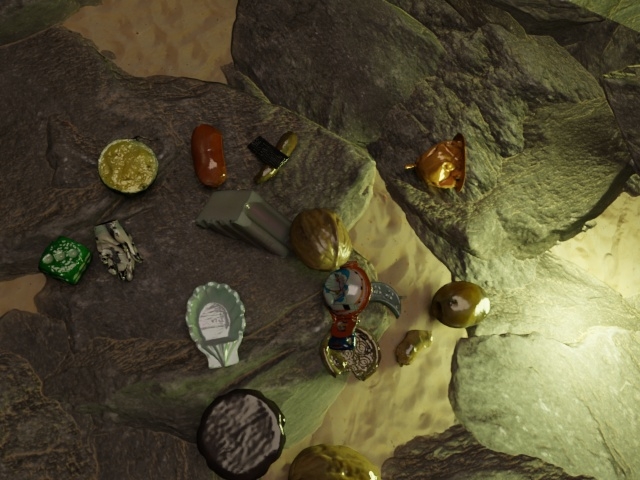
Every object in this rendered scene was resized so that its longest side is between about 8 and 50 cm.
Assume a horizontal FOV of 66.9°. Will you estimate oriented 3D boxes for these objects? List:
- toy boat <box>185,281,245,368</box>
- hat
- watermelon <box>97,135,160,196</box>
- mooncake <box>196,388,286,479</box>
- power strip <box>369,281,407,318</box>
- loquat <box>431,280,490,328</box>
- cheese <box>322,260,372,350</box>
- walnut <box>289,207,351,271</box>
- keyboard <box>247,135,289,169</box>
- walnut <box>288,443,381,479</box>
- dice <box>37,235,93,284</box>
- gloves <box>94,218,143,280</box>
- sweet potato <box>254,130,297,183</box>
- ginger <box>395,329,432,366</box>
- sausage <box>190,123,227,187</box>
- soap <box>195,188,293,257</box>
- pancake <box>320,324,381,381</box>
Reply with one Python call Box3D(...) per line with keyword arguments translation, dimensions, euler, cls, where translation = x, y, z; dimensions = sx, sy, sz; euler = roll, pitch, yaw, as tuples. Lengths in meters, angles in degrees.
Box3D(translation=(-0.358, 0.292, 1.671), dimensions=(0.199, 0.100, 0.291), euler=(-7, 72, -15), cls="toy boat")
Box3D(translation=(0.468, -0.323, 2.035), dimensions=(0.233, 0.244, 0.234), euler=(-4, 64, 0), cls="hat")
Box3D(translation=(-0.693, -0.260, 1.766), dimensions=(0.203, 0.127, 0.232), euler=(2, 73, -12), cls="watermelon")
Box3D(translation=(-0.250, 0.621, 1.562), dimensions=(0.282, 0.141, 0.283), euler=(1, 70, -3), cls="mooncake")
Box3D(translation=(0.232, 0.228, 1.862), dimensions=(0.215, 0.044, 0.137), euler=(6, 69, -11), cls="power strip")
Box3D(translation=(0.541, 0.244, 1.861), dimensions=(0.227, 0.179, 0.179), euler=(-8, 73, -18), cls="loquat")
Box3D(translation=(0.093, 0.233, 1.762), dimensions=(0.129, 0.216, 0.330), euler=(26, 65, -47), cls="cheese")
Box3D(translation=(0.000, 0.000, 1.786), dimensions=(0.224, 0.225, 0.261), euler=(-20, 54, -19), cls="walnut")
Box3D(translation=(-0.211, -0.352, 1.924), dimensions=(0.074, 0.015, 0.196), euler=(-46, 60, -6), cls="keyboard")
Box3D(translation=(0.041, 0.790, 1.513), dimensions=(0.312, 0.252, 0.277), euler=(8, 81, -6), cls="walnut")
Box3D(translation=(-0.847, 0.069, 1.617), dimensions=(0.120, 0.131, 0.128), euler=(25, 67, -6), cls="dice")
Box3D(translation=(-0.701, 0.038, 1.681), dimensions=(0.127, 0.111, 0.212), euler=(-22, 106, -24), cls="gloves")
Box3D(translation=(-0.172, -0.332, 1.950), dimensions=(0.075, 0.075, 0.273), euler=(31, 72, -1), cls="sweet potato")
Box3D(translation=(0.353, 0.394, 1.821), dimensions=(0.190, 0.069, 0.095), euler=(-41, 106, -23), cls="ginger")
Box3D(translation=(-0.428, -0.323, 1.854), dimensions=(0.133, 0.133, 0.259), euler=(-6, 77, -15), cls="sausage")
Box3D(translation=(-0.276, -0.060, 1.844), dimensions=(0.302, 0.257, 0.159), euler=(43, 57, -45), cls="soap")
Box3D(translation=(0.113, 0.408, 1.781), dimensions=(0.235, 0.029, 0.212), euler=(4, 70, -14), cls="pancake")
